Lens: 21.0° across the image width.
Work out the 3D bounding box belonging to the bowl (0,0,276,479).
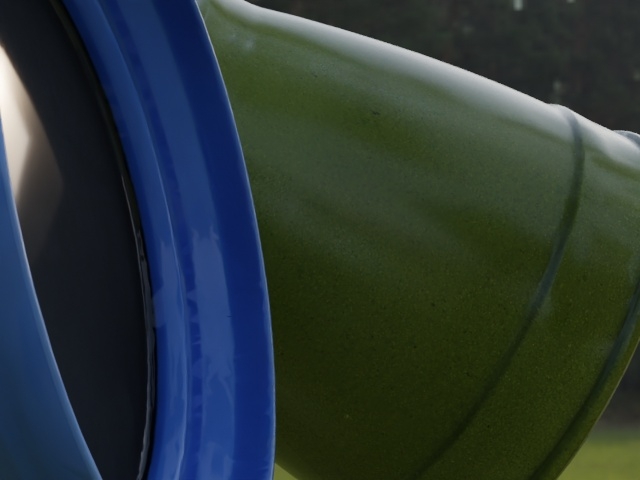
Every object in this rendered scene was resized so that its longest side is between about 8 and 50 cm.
[{"bbox_3d":[-0.115,-0.011,0.865,0.077,0.391,0.391,-11,-8,12],"label":"bowl"}]

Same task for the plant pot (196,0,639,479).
[{"bbox_3d":[0.000,0.000,1.255,0.353,0.366,0.366,28,-14,-15],"label":"plant pot"}]
